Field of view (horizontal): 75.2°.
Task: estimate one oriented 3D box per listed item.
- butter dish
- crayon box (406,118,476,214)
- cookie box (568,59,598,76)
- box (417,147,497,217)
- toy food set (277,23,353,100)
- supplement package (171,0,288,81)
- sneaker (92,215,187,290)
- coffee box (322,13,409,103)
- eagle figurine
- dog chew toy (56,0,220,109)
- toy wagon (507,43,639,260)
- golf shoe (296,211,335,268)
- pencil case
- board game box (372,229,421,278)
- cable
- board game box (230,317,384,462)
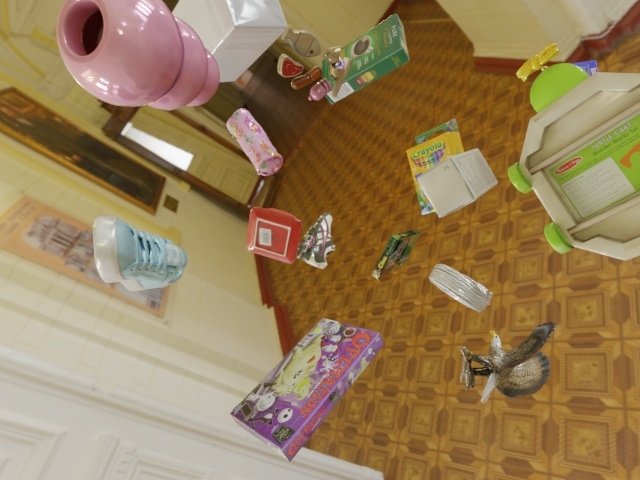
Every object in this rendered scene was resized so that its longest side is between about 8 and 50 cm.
[{"bbox_3d":[-0.128,-0.035,1.248,0.118,0.159,0.160,-66,-9,-57],"label":"butter dish"},{"bbox_3d":[0.456,-0.279,1.606,0.203,0.083,0.323,-16,86,52],"label":"crayon box"},{"bbox_3d":[0.744,-0.467,1.210,0.107,0.040,0.092,-3,76,15],"label":"cookie box"},{"bbox_3d":[0.436,-0.187,1.296,0.121,0.148,0.311,-31,-5,37],"label":"box"},{"bbox_3d":[-0.006,-0.219,0.536,0.019,0.122,0.078,50,126,32],"label":"toy food set"},{"bbox_3d":[-0.260,-0.566,1.104,0.177,0.175,0.293,-26,6,-41],"label":"supplement package"},{"bbox_3d":[-0.371,0.025,0.894,0.366,0.150,0.135,135,124,-74],"label":"sneaker"},{"bbox_3d":[0.088,-0.368,0.851,0.184,0.040,0.113,-22,54,29],"label":"coffee box"},{"bbox_3d":[0.594,0.377,1.301,0.298,0.226,0.225,-6,79,11],"label":"eagle figurine"},{"bbox_3d":[-0.317,-0.348,0.804,0.207,0.206,0.332,-49,-12,17],"label":"dog chew toy"},{"bbox_3d":[0.431,-0.148,0.637,0.267,0.068,0.345,-38,73,44],"label":"toy wagon"},{"bbox_3d":[0.000,0.000,1.553,0.105,0.120,0.273,-47,9,42],"label":"golf shoe"},{"bbox_3d":[-0.264,-0.388,1.646,0.124,0.124,0.284,-44,70,25],"label":"pencil case"},{"bbox_3d":[0.239,0.037,1.276,0.030,0.259,0.136,28,106,22],"label":"board game box"},{"bbox_3d":[0.565,0.194,1.690,0.257,0.257,0.089,34,90,27],"label":"cable"},{"bbox_3d":[-0.027,0.328,0.990,0.208,0.056,0.347,8,39,45],"label":"board game box"}]
